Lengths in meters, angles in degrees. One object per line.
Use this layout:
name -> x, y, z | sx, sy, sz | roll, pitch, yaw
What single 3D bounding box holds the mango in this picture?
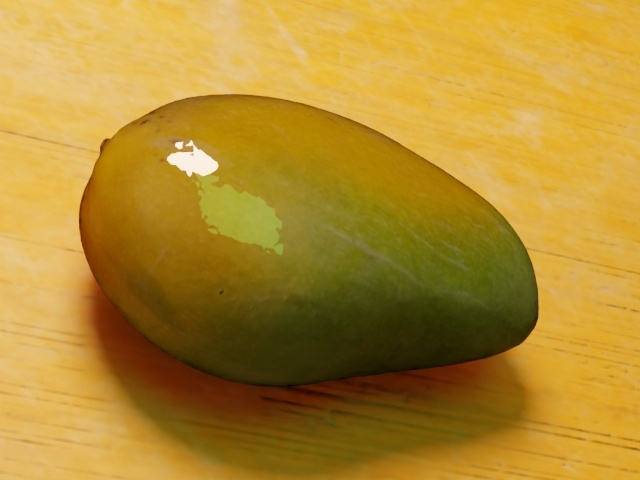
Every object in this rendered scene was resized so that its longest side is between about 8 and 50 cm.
mango -> 0.000, 0.000, 0.929 | 0.251, 0.114, 0.156 | 2, 42, -27
